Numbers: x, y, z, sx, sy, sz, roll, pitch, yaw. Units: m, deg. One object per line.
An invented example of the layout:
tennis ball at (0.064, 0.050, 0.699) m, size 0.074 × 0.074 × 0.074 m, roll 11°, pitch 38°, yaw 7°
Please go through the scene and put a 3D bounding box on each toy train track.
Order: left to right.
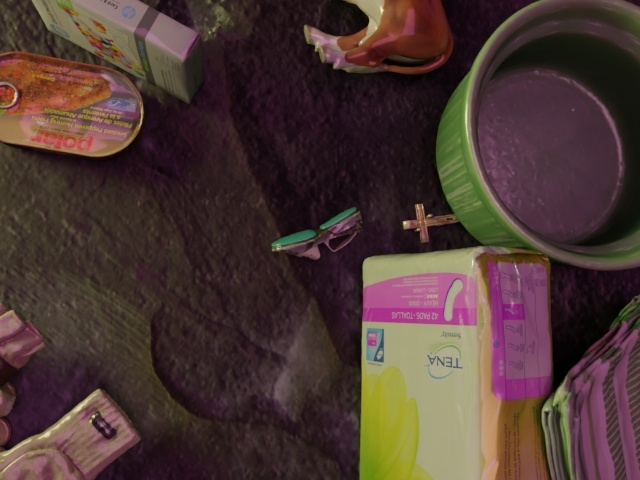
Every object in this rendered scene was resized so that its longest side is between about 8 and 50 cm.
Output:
toy train track at (0.143, -0.024, 0.837) m, size 0.083 × 0.014 × 0.048 m, roll -8°, pitch 86°, yaw -9°

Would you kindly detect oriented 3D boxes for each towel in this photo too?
towel at (0.322, 0.213, 0.717) m, size 0.325 × 0.038 × 0.247 m, roll -21°, pitch 103°, yaw -49°

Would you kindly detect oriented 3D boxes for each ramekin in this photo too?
ramekin at (0.283, -0.111, 0.794) m, size 0.304 × 0.148 × 0.303 m, roll 1°, pitch 83°, yaw -10°

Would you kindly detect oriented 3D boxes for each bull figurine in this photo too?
bull figurine at (0.053, -0.341, 0.814) m, size 0.189 × 0.101 × 0.310 m, roll -18°, pitch 85°, yaw -6°

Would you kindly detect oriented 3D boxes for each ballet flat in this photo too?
ballet flat at (0.000, 0.000, 0.804) m, size 0.114 × 0.041 × 0.041 m, roll -24°, pitch 88°, yaw -9°

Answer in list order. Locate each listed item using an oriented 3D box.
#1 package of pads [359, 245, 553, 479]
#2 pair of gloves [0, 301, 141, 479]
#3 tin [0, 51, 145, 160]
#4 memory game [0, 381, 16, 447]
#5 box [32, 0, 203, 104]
package of pads at (0.133, 0.157, 0.704) m, size 0.101 × 0.229 × 0.296 m, roll 3°, pitch 84°, yaw -26°
pair of gloves at (-0.341, 0.196, 0.720) m, size 0.240 × 0.042 × 0.204 m, roll 44°, pitch 77°, yaw -5°
tin at (-0.295, -0.149, 0.776) m, size 0.190 × 0.040 × 0.106 m, roll 10°, pitch 79°, yaw -7°
memory game at (-0.424, 0.182, 0.737) m, size 0.186 × 0.012 × 0.186 m, roll 1°, pitch 85°, yaw -9°
box at (-0.218, -0.226, 0.739) m, size 0.186 × 0.145 × 0.038 m, roll 29°, pitch 80°, yaw -5°
